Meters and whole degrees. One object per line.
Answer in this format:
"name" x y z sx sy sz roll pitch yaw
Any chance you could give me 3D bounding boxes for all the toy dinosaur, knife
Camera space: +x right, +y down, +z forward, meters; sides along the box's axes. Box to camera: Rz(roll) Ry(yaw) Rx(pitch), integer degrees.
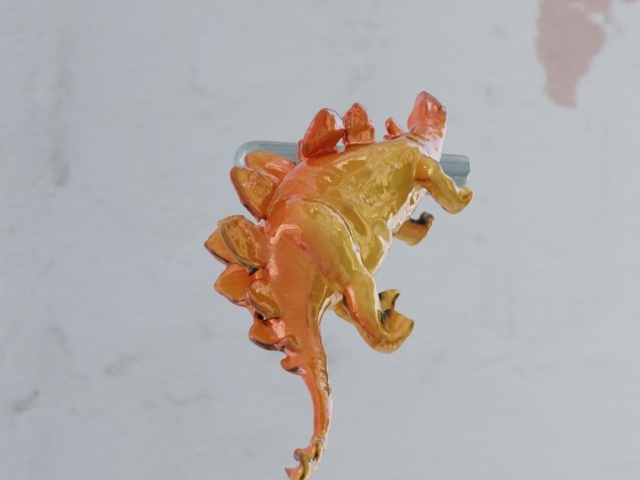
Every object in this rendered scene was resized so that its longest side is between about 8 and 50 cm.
"toy dinosaur" 0.000 0.000 0.888 0.117 0.070 0.288 38 -135 -8
"knife" 0.020 -0.046 1.207 0.162 0.044 0.023 3 -125 -10
